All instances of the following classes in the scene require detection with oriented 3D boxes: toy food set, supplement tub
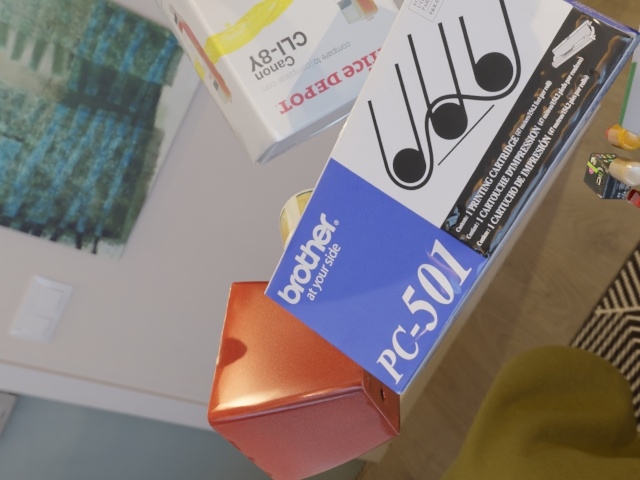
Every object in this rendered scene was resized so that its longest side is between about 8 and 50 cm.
[{"bbox_3d":[0.554,-0.095,1.095,0.111,0.232,0.104,-62,-1,15],"label":"toy food set"},{"bbox_3d":[0.000,0.000,1.267,0.144,0.144,0.199,-58,19,19],"label":"supplement tub"}]

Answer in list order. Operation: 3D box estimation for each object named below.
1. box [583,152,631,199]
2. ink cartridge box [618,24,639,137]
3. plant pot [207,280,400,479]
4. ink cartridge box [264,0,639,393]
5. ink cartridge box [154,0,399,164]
[{"bbox_3d":[0.536,-0.120,1.263,0.083,0.052,0.062,-101,12,-61],"label":"box"},{"bbox_3d":[0.412,-0.208,0.673,0.219,0.160,0.092,-36,51,-21],"label":"ink cartridge box"},{"bbox_3d":[-0.004,0.225,1.141,0.236,0.267,0.267,-13,47,20],"label":"plant pot"},{"bbox_3d":[0.056,-0.031,0.344,0.097,0.046,0.207,35,118,15],"label":"ink cartridge box"},{"bbox_3d":[-0.067,-0.350,1.012,0.279,0.384,0.160,-32,4,-17],"label":"ink cartridge box"}]
